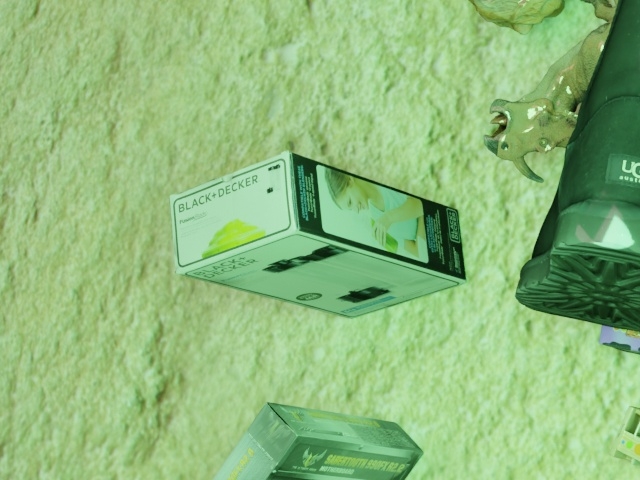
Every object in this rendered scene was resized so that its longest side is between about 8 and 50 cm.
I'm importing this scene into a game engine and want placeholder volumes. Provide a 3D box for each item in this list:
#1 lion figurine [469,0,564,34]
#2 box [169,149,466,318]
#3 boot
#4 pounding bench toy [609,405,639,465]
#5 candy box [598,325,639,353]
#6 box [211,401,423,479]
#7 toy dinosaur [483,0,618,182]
[{"bbox_3d":[0.212,-0.426,1.997,0.240,0.142,0.392,41,122,56],"label":"lion figurine"},{"bbox_3d":[0.000,0.000,1.994,0.169,0.290,0.087,-18,67,34],"label":"box"},{"bbox_3d":[0.299,-0.162,1.719,0.146,0.367,0.445,12,77,0],"label":"boot"},{"bbox_3d":[0.330,0.183,1.830,0.065,0.052,0.083,25,95,41],"label":"pounding bench toy"},{"bbox_3d":[0.378,0.039,1.815,0.196,0.070,0.164,10,85,41],"label":"candy box"},{"bbox_3d":[-0.021,0.264,1.982,0.056,0.231,0.183,43,108,35],"label":"box"},{"bbox_3d":[0.324,-0.153,1.884,0.296,0.127,0.200,2,87,28],"label":"toy dinosaur"}]
